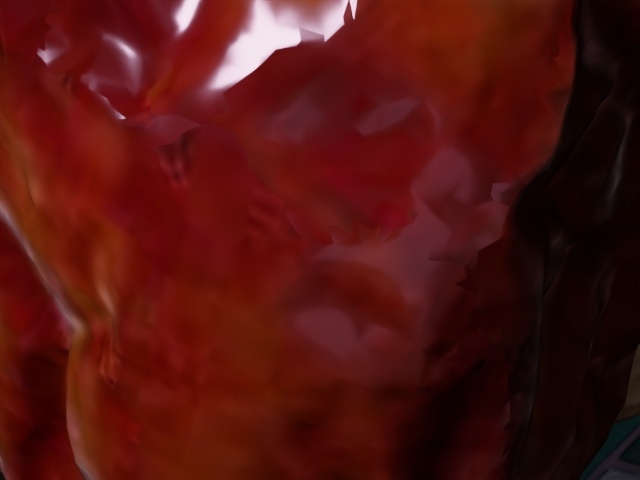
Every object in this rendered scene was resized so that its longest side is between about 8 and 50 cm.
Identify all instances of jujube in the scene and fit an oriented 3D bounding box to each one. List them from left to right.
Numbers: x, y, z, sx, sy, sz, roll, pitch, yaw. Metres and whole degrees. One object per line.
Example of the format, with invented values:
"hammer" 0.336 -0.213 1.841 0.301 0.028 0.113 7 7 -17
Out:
"jujube" -0.001 0.002 0.557 0.276 0.276 0.377 -8 135 -15

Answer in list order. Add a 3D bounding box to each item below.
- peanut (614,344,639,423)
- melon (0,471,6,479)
"peanut" 0.208 0.065 1.012 0.298 0.120 0.136 0 108 -21
"melon" -0.215 0.240 0.904 0.268 0.268 0.330 -6 126 -17
